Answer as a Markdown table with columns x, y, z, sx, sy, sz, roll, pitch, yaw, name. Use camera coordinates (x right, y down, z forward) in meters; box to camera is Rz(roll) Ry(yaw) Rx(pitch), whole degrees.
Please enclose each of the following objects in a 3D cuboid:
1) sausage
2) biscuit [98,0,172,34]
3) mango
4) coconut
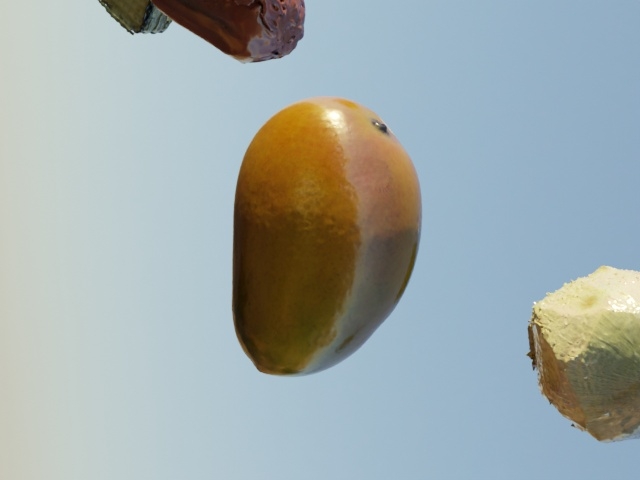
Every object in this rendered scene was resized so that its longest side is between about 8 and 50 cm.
| x | y | z | sx | sy | sz | roll | pitch | yaw | name |
| --- | --- | --- | --- | --- | --- | --- | --- | --- | --- |
| -0.071 | -0.178 | 1.296 | 0.141 | 0.076 | 0.076 | 30 | -47 | 29 | sausage |
| -0.145 | -0.312 | 1.530 | 0.147 | 0.046 | 0.250 | 43 | -56 | 29 | biscuit |
| 0.006 | -0.003 | 1.624 | 0.175 | 0.139 | 0.254 | 1 | -94 | 36 | mango |
| 0.313 | 0.118 | 1.857 | 0.194 | 0.194 | 0.194 | 177 | -90 | -79 | coconut |
